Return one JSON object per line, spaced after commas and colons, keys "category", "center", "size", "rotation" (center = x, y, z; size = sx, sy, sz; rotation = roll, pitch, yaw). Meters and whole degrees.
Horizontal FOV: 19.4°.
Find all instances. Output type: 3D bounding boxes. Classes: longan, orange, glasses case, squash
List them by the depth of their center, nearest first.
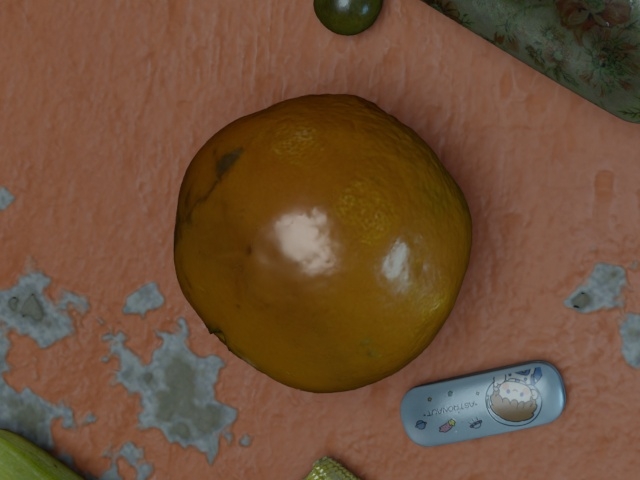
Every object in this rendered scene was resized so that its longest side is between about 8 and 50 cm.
{"category": "glasses case", "center": [0.210, -0.270, 1.893], "size": [0.425, 0.098, 0.156], "rotation": [34, 119, 20]}
{"category": "orange", "center": [0.000, 0.000, 1.897], "size": [0.312, 0.312, 0.312], "rotation": [1, 95, 14]}
{"category": "longan", "center": [0.029, -0.259, 1.990], "size": [0.075, 0.075, 0.083], "rotation": [-13, 51, 15]}
{"category": "glasses case", "center": [0.173, 0.175, 1.998], "size": [0.178, 0.045, 0.067], "rotation": [-13, 92, 15]}
{"category": "squash", "center": [-0.327, 0.282, 2.097], "size": [0.287, 0.137, 0.137], "rotation": [43, 103, 9]}

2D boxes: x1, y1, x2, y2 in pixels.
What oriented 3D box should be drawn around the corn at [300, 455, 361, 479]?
{"category": "corn", "center": [0.039, 0.313, 2.038], "size": [0.165, 0.063, 0.085], "rotation": [46, 128, 9]}
